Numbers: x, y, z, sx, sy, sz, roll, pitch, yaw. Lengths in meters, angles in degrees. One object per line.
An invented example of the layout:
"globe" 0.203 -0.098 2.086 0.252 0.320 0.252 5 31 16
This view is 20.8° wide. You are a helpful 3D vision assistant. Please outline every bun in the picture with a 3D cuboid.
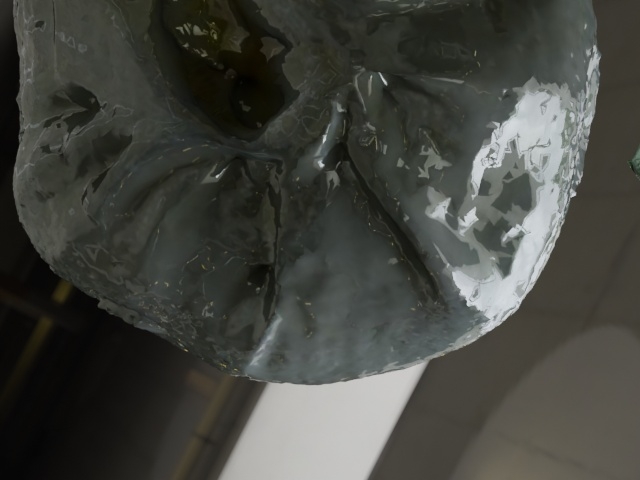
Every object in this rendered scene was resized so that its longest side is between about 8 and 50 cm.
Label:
"bun" -0.011 -0.090 0.964 0.354 0.354 0.194 -62 169 -2

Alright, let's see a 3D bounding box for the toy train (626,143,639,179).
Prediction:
"toy train" 0.416 -0.066 1.708 0.269 0.115 0.154 -115 -146 -51
